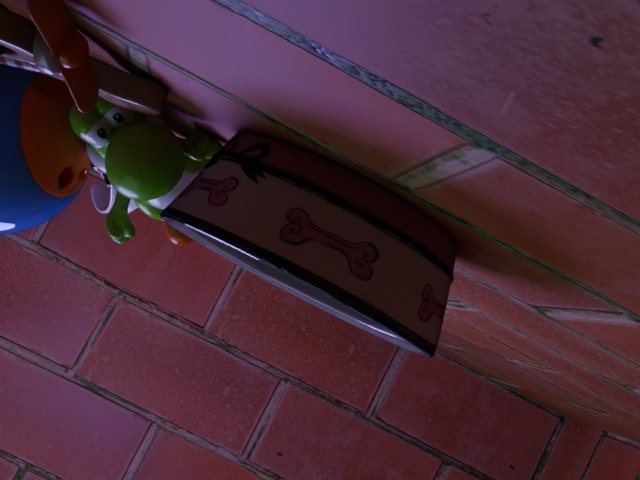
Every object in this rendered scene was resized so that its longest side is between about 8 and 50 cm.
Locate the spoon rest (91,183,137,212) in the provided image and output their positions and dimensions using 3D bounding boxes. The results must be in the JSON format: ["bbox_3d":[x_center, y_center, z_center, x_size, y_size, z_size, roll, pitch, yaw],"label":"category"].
[{"bbox_3d":[-0.363,-0.109,1.842,0.137,0.084,0.276,14,156,-34],"label":"spoon rest"}]

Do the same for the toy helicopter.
[{"bbox_3d":[-0.305,-0.214,1.083,0.235,0.140,0.355,10,175,40],"label":"toy helicopter"}]

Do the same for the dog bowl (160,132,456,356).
[{"bbox_3d":[0.000,0.000,1.274,0.408,0.150,0.408,28,174,3],"label":"dog bowl"}]

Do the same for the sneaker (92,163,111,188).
[{"bbox_3d":[-0.449,-0.195,1.944,0.118,0.107,0.279,45,178,24],"label":"sneaker"}]

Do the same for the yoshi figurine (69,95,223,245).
[{"bbox_3d":[-0.234,-0.092,1.411,0.203,0.203,0.362,7,164,23],"label":"yoshi figurine"}]

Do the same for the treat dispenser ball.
[{"bbox_3d":[-0.479,-0.151,1.403,0.288,0.288,0.288,27,174,3],"label":"treat dispenser ball"}]
